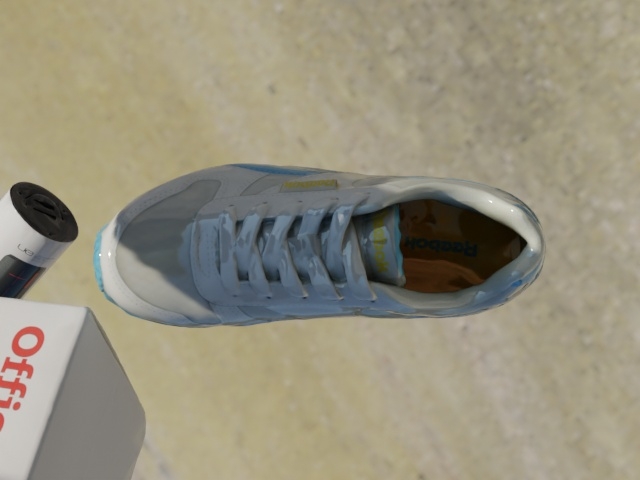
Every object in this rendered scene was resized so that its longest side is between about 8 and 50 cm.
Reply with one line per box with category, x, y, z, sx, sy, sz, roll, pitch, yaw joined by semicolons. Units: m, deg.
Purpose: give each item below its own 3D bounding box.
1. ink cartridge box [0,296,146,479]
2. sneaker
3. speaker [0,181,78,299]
ink cartridge box;-0.257;0.129;0.979;0.278;0.201;0.117;6;147;15
sneaker;0.000;0.000;0.946;0.092;0.228;0.087;166;100;-83
speaker;-0.219;0.024;1.237;0.055;0.136;0.055;35;-155;-20
